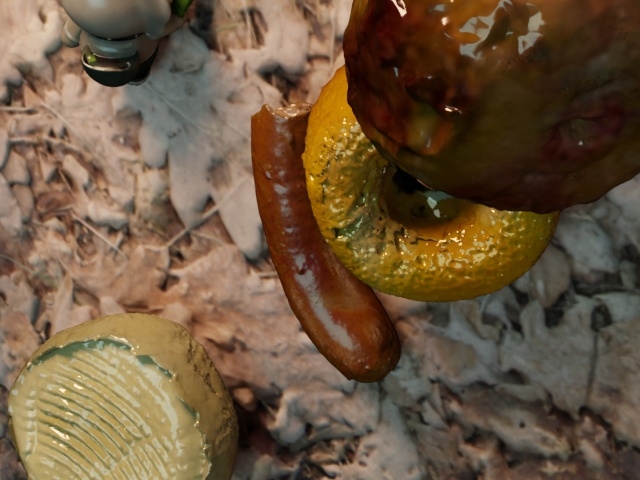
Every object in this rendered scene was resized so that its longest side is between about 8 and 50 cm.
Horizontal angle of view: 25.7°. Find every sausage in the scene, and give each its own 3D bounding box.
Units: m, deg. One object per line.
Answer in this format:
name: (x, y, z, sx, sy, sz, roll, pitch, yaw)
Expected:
sausage: (-0.004, 0.001, 1.363, 0.103, 0.076, 0.302, -2, 113, 40)

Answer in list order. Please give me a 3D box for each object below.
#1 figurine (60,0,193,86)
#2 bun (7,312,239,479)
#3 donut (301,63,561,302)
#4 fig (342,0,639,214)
figurine: (-0.194, -0.226, 1.325, 0.147, 0.126, 0.192, 15, 151, 8)
bun: (-0.197, 0.194, 1.510, 0.259, 0.152, 0.259, 4, 104, 18)
donut: (0.102, -0.056, 1.243, 0.253, 0.118, 0.253, 2, 123, 3)
fig: (0.153, -0.209, 1.070, 0.286, 0.368, 0.286, -3, 140, -3)
